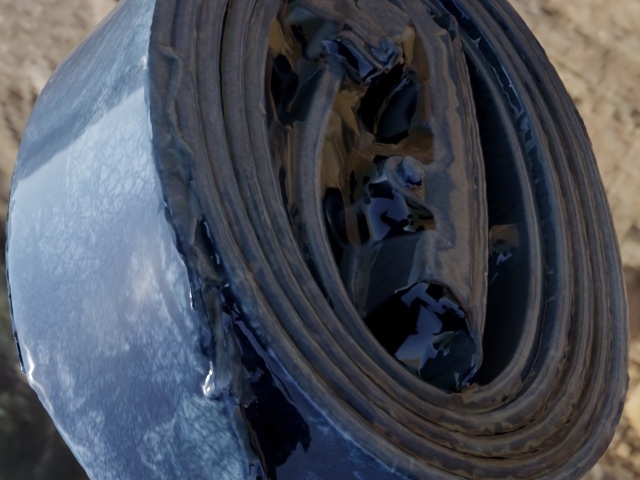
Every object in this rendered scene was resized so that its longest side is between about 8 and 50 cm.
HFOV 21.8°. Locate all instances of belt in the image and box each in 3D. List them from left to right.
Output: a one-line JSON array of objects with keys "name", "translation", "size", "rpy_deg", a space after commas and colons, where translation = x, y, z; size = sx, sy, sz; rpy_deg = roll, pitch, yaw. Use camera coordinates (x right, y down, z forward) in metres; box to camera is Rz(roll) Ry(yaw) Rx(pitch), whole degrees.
[{"name": "belt", "translation": [0.000, 0.000, 0.405], "size": [0.141, 0.190, 0.082], "rpy_deg": [25, 133, -26]}]
